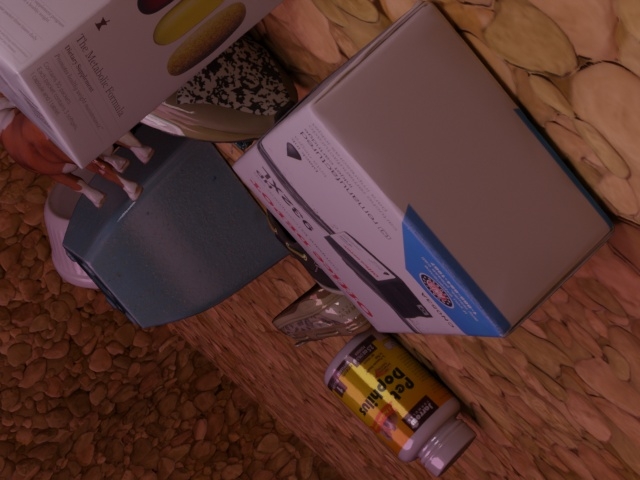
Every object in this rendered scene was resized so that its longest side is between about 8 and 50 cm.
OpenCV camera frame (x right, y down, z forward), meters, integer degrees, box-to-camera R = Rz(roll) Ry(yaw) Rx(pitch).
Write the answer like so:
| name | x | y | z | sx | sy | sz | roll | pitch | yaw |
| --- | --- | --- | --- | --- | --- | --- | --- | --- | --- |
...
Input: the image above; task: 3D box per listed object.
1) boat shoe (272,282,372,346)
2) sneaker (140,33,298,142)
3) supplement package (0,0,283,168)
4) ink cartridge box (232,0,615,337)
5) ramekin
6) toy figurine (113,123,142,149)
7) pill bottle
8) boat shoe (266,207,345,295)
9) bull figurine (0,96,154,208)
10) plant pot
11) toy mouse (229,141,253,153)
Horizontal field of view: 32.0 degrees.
| name | x | y | z | sx | sy | sz | roll | pitch | yaw |
| --- | --- | --- | --- | --- | --- | --- | --- | --- | --- |
| boat shoe | 0.003 | 0.112 | 1.617 | 0.089 | 0.104 | 0.285 | 50 | 166 | 0 |
| sneaker | -0.180 | -0.260 | 1.087 | 0.410 | 0.158 | 0.182 | 41 | 149 | 4 |
| supplement package | -0.164 | -0.206 | 0.921 | 0.134 | 0.244 | 0.139 | 41 | 166 | 27 |
| ink cartridge box | 0.066 | -0.040 | 0.935 | 0.223 | 0.129 | 0.307 | 48 | 167 | -7 |
| ramekin | -0.353 | -0.049 | 1.946 | 0.273 | 0.272 | 0.127 | 33 | 147 | 46 |
| toy figurine | -0.334 | -0.243 | 1.581 | 0.213 | 0.148 | 0.209 | 26 | 161 | 51 |
| pill bottle | 0.115 | 0.230 | 1.578 | 0.215 | 0.117 | 0.117 | 42 | 166 | 17 |
| boat shoe | 0.000 | 0.000 | 1.355 | 0.069 | 0.081 | 0.227 | 51 | 169 | -32 |
| bull figurine | -0.329 | -0.125 | 1.431 | 0.188 | 0.101 | 0.310 | 31 | 171 | -22 |
| plant pot | -0.248 | -0.011 | 1.722 | 0.248 | 0.252 | 0.247 | 54 | 166 | -25 |
| toy mouse | -0.119 | -0.159 | 1.376 | 0.161 | 0.031 | 0.143 | 38 | 163 | 35 |
